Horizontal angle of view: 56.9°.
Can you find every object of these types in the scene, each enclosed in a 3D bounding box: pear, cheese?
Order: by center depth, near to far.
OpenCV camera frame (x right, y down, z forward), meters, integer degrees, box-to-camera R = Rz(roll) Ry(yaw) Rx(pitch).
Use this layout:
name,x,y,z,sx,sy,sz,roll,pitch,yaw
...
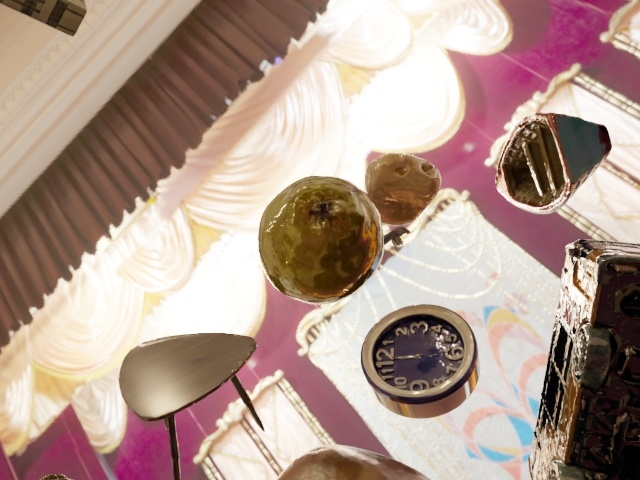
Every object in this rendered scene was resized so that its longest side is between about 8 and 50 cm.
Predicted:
name,x,y,z,sx,sy,sz,roll,pitch,yaw
pear,0.000,0.000,0.956,0.212,0.212,0.269,-37,-12,-13
cheese,0.221,-0.139,1.618,0.218,0.117,0.235,-20,-39,20

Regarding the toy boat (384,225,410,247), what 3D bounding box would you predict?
name,x,y,z,sx,sy,sz,roll,pitch,yaw
toy boat,0.143,-0.003,1.142,0.083,0.038,0.038,-29,-34,-28

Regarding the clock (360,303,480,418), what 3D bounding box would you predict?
name,x,y,z,sx,sy,sz,roll,pitch,yaw
clock,0.199,0.236,1.176,0.230,0.230,0.083,-37,-48,-14

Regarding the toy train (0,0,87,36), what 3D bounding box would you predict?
name,x,y,z,sx,sy,sz,roll,pitch,yaw
toy train,-0.423,-0.340,0.754,0.234,0.051,0.052,17,-59,-43

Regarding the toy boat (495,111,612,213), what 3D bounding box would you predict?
name,x,y,z,sx,sy,sz,roll,pitch,yaw
toy boat,0.316,-0.106,0.843,0.080,0.136,0.392,-15,-2,9

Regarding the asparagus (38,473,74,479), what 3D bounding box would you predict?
name,x,y,z,sx,sy,sz,roll,pitch,yaw
asparagus,-0.165,0.280,0.606,0.249,0.024,0.025,22,-79,-14

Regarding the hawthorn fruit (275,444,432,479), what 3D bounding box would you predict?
name,x,y,z,sx,sy,sz,roll,pitch,yaw
hawthorn fruit,0.030,0.399,0.773,0.268,0.301,0.267,-21,-59,-41

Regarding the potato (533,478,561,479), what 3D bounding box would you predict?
name,x,y,z,sx,sy,sz,roll,pitch,yaw
potato,0.183,0.367,0.473,0.218,0.203,0.350,-41,-45,-80

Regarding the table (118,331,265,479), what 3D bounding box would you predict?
name,x,y,z,sx,sy,sz,roll,pitch,yaw
table,-0.302,0.382,1.359,0.318,0.317,0.248,-24,-64,-32

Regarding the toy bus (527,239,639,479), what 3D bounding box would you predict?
name,x,y,z,sx,sy,sz,roll,pitch,yaw
toy bus,0.333,0.165,0.643,0.194,0.162,0.323,-39,-45,-75
